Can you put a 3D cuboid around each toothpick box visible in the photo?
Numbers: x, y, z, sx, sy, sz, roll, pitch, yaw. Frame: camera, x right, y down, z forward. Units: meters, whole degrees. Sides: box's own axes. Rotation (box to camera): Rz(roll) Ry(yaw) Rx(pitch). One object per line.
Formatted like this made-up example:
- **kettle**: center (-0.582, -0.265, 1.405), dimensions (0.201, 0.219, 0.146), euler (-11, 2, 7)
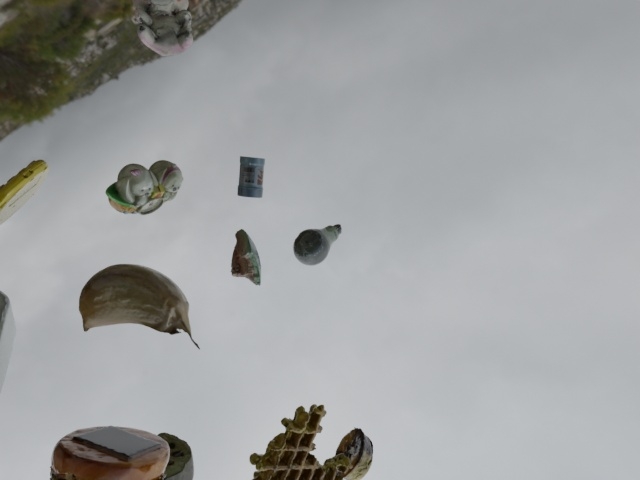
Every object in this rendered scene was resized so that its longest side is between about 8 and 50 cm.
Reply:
- **toothpick box**: center (-0.271, -0.248, 1.608), dimensions (0.101, 0.101, 0.153), euler (18, -74, 46)

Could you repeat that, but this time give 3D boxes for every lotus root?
- **lotus root**: center (-0.588, 0.904, 1.499), dimensions (0.250, 0.346, 0.250), euler (6, -154, -3)

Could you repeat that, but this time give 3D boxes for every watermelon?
- **watermelon**: center (-0.198, 0.028, 1.088), dimensions (0.080, 0.101, 0.155), euler (-1, -128, -4)

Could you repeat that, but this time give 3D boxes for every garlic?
- **garlic**: center (-0.466, 0.165, 1.100), dimensions (0.338, 0.151, 0.196), euler (8, -90, 4)

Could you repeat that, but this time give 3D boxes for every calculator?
- **calculator**: center (-0.574, -0.078, 0.761), dimensions (0.234, 0.032, 0.146), euler (-22, -147, 41)

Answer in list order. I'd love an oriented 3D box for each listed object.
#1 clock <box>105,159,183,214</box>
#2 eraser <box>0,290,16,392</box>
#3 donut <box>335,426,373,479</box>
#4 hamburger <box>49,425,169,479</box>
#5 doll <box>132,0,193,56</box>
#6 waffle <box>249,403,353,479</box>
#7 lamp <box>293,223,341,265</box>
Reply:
- **clock**: center (-0.451, -0.145, 1.075), dimensions (0.144, 0.103, 0.231), euler (-41, 176, 33)
- **eraser**: center (-0.821, 0.250, 0.908), dimensions (0.331, 0.331, 0.150), euler (-93, -160, -47)
- **donut**: center (0.095, 0.600, 1.142), dimensions (0.140, 0.059, 0.140), euler (-47, -169, 12)
- **hamburger**: center (-0.508, 0.584, 0.972), dimensions (0.290, 0.291, 0.225), euler (2, -107, 39)
- **doll**: center (-0.360, -0.524, 0.942), dimensions (0.149, 0.192, 0.095), euler (-8, -176, -19)
- **waffle**: center (-0.055, 0.542, 0.966), dimensions (0.259, 0.293, 0.069), euler (-34, -152, -30)
- **lamp**: center (-0.004, -0.009, 2.055), dimensions (0.181, 0.182, 0.314), euler (16, -127, 46)
